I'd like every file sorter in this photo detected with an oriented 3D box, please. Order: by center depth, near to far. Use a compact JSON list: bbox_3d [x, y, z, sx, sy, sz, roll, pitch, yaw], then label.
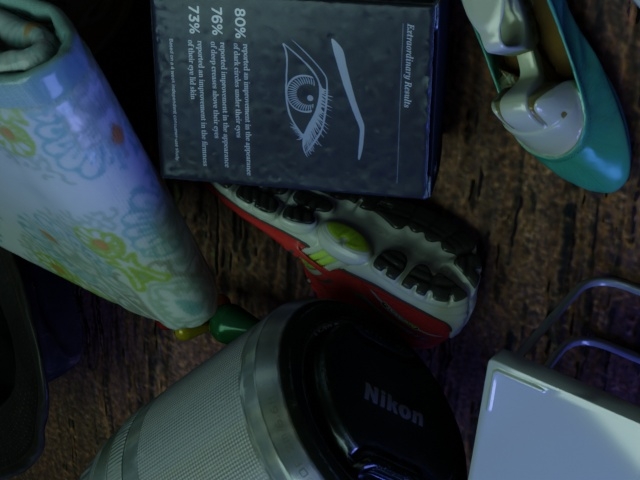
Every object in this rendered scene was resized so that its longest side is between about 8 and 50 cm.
[{"bbox_3d":[0.230,0.192,0.978,0.193,0.173,0.277,22,128,25],"label":"file sorter"}]

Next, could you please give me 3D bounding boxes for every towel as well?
[{"bbox_3d":[-0.272,-0.092,1.048,0.374,0.090,0.320,23,157,31],"label":"towel"}]

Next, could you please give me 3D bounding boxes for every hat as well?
[{"bbox_3d":[-0.333,0.079,1.346,0.331,0.134,0.331,11,106,42],"label":"hat"}]

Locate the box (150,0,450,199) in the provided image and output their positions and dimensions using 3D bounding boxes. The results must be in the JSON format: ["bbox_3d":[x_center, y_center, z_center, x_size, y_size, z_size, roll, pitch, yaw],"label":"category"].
[{"bbox_3d":[-0.011,-0.126,0.953,0.207,0.108,0.153,6,120,8],"label":"box"}]

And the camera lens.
[{"bbox_3d":[-0.039,0.191,1.030,0.274,0.219,0.219,-37,93,31],"label":"camera lens"}]

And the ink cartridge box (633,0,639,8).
[{"bbox_3d":[0.242,-0.275,0.759,0.239,0.060,0.275,58,140,27],"label":"ink cartridge box"}]

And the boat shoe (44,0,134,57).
[{"bbox_3d":[-0.211,-0.245,1.069,0.121,0.110,0.341,45,134,4],"label":"boat shoe"}]

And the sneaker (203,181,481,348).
[{"bbox_3d":[0.000,0.000,1.080,0.279,0.107,0.118,36,143,17],"label":"sneaker"}]

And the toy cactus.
[{"bbox_3d":[-0.049,0.109,1.170,0.219,0.112,0.180,45,142,7],"label":"toy cactus"}]

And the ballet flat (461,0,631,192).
[{"bbox_3d":[0.141,-0.130,0.900,0.083,0.087,0.247,-7,113,45],"label":"ballet flat"}]
